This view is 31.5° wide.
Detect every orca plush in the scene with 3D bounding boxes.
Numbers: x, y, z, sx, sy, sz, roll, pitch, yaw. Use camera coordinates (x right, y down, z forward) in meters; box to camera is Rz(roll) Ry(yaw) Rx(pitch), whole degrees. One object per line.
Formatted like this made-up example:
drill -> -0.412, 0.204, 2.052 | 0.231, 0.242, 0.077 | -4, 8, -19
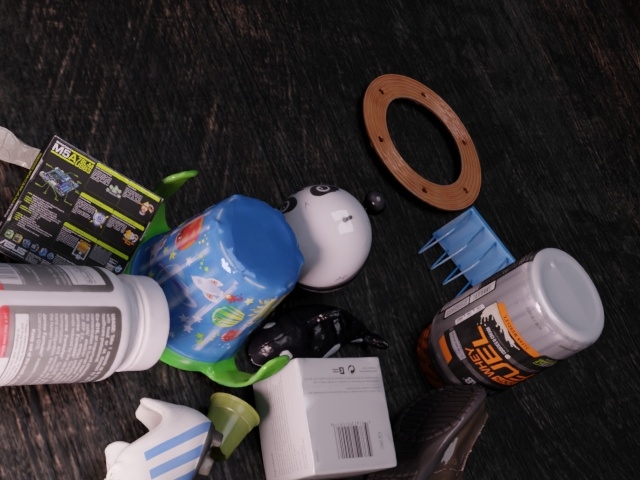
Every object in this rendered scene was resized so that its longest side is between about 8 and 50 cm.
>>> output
orca plush -> 0.014, 0.157, 1.905 | 0.287, 0.102, 0.151 | 12, 55, -39

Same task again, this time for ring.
ring -> 0.213, -0.206, 2.419 | 0.336, 0.032, 0.337 | 24, 48, -30

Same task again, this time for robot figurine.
robot figurine -> 0.000, -0.003, 1.899 | 0.173, 0.278, 0.209 | 19, 85, 3

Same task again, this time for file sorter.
file sorter -> 0.293, 0.046, 2.249 | 0.170, 0.118, 0.104 | 51, 43, -2

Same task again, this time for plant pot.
plant pot -> -0.144, 0.283, 1.688 | 0.083, 0.083, 0.079 | 40, 53, -15

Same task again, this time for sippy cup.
sippy cup -> -0.152, 0.051, 1.726 | 0.305, 0.224, 0.240 | 40, 42, -16

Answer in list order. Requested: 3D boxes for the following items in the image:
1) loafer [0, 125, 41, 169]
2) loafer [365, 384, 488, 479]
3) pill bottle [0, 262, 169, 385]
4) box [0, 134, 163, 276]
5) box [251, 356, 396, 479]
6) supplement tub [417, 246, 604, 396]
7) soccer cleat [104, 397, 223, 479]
loafer -> -0.462, -0.135, 1.712 | 0.125, 0.039, 0.045 | 28, 79, -23
loafer -> 0.177, 0.380, 1.908 | 0.366, 0.133, 0.130 | -45, 121, -41
pill bottle -> -0.358, 0.113, 1.530 | 0.283, 0.161, 0.161 | 4, 60, -43
box -> -0.354, -0.028, 1.654 | 0.190, 0.045, 0.184 | 31, 79, -24
box -> 0.005, 0.281, 1.777 | 0.181, 0.119, 0.182 | 5, 69, -42
supplement tub -> 0.333, 0.160, 2.047 | 0.193, 0.316, 0.194 | 24, 48, -30
soccer cleat -> -0.244, 0.355, 1.524 | 0.143, 0.116, 0.331 | 26, 42, -7
